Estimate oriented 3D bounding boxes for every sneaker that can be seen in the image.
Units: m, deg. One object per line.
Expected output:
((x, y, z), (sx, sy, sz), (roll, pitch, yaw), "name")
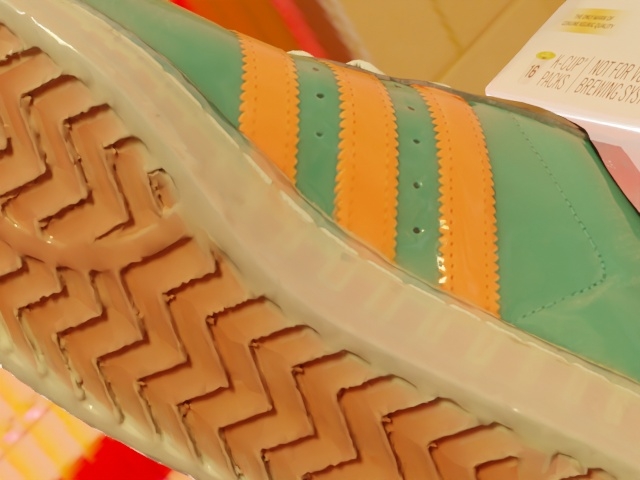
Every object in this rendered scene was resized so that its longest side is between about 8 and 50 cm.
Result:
((0.000, 0.000, 0.445), (0.302, 0.121, 0.108), (35, -51, 5), "sneaker")

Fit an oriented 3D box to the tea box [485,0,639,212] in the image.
((0.303, -0.089, 0.700), (0.220, 0.323, 0.329), (45, -4, -20), "tea box")
